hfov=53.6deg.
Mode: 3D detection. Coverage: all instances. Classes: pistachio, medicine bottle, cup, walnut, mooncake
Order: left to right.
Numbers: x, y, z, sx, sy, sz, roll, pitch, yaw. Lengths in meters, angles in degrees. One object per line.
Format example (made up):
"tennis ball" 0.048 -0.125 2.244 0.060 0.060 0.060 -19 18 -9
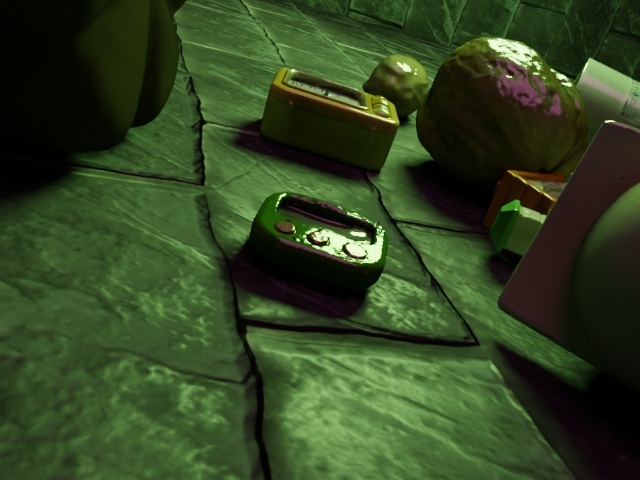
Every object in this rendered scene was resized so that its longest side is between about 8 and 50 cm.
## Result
"mooncake" -0.279 -0.331 0.659 0.262 0.467 0.467 14 26 -4
"pistachio" 0.159 -0.324 1.327 0.135 0.136 0.226 21 19 5
"walnut" 0.289 -0.194 1.033 0.282 0.227 0.283 -10 53 13
"cup" 0.555 -0.187 1.235 0.257 0.219 0.290 29 58 7
"medicine bottle" 0.390 0.068 0.563 0.406 0.236 0.235 31 28 24

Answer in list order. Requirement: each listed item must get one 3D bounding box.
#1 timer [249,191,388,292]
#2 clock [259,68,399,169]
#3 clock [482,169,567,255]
"timer" 0.000 0.000 0.655 0.140 0.047 0.128 19 27 0
"clock" 0.015 -0.194 0.998 0.202 0.096 0.143 15 29 -6
"clock" 0.360 -0.017 0.860 0.255 0.106 0.220 22 26 8
